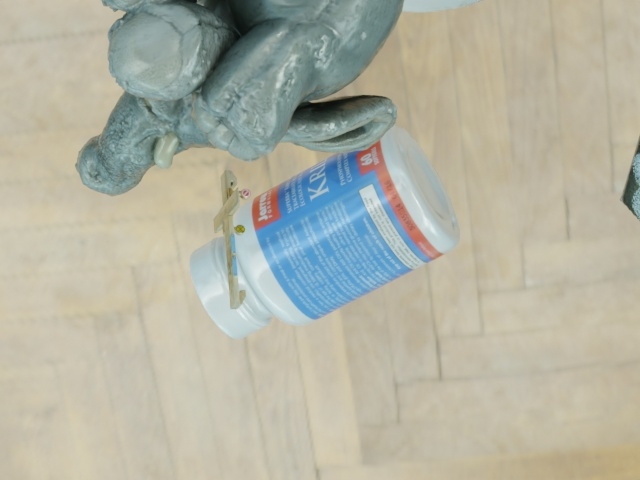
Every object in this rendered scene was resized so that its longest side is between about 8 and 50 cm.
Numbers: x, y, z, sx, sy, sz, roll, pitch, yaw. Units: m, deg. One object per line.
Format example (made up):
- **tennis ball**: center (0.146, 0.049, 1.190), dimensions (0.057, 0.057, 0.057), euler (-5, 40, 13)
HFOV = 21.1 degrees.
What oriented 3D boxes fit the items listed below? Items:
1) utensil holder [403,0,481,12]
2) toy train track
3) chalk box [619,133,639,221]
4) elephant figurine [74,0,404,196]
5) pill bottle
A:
- **utensil holder**: center (0.059, -0.427, 1.430), dimensions (0.328, 0.385, 0.327), euler (-18, 146, -13)
- **toy train track**: center (-0.048, -0.001, 1.000), dimensions (0.014, 0.083, 0.048), euler (3, 158, -20)
- **chalk box**: center (0.372, -0.106, 1.278), dimensions (0.179, 0.180, 0.289), euler (-11, 133, -24)
- **elephant figurine**: center (-0.040, -0.106, 0.946), dimensions (0.186, 0.239, 0.169), euler (19, 77, 6)
- **pill bottle**: center (0.000, 0.000, 1.512), dimensions (0.222, 0.124, 0.124), euler (-28, 110, 16)
